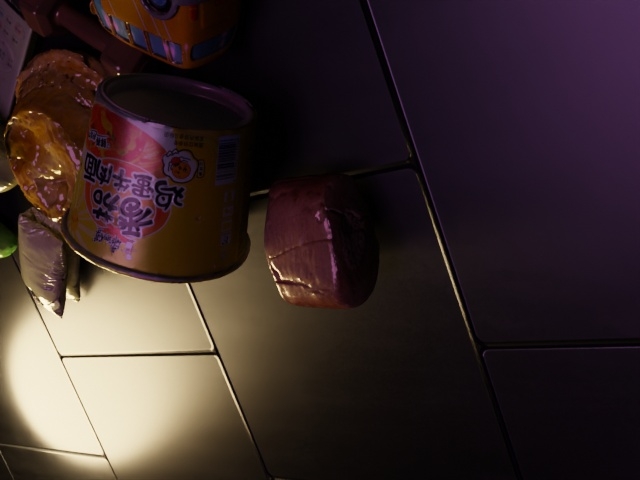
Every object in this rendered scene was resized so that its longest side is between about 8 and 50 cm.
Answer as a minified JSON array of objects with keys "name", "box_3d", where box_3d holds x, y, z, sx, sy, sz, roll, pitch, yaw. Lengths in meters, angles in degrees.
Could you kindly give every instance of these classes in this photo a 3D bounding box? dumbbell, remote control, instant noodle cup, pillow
[{"name":"dumbbell","box_3d":[-0.324,-0.296,1.134,0.231,0.082,0.092,34,95,20]},{"name":"remote control","box_3d":[-0.502,-0.323,1.299,0.090,0.038,0.309,47,133,9]},{"name":"instant noodle cup","box_3d":[-0.202,-0.093,1.047,0.264,0.264,0.200,27,120,25]},{"name":"pillow","box_3d":[-0.501,0.035,1.466,0.134,0.078,0.181,32,128,22]}]

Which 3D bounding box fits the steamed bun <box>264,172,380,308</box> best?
[{"name":"steamed bun","box_3d":[0.000,0.000,1.034,0.145,0.106,0.175,-4,97,46]}]

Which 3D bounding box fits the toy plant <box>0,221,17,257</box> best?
[{"name":"toy plant","box_3d":[-0.799,-0.088,1.557,0.317,0.210,0.356,-6,121,39]}]

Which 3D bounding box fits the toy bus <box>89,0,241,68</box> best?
[{"name":"toy bus","box_3d":[-0.201,-0.305,1.012,0.209,0.126,0.136,29,137,24]}]

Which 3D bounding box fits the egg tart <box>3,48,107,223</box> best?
[{"name":"egg tart","box_3d":[-0.386,-0.137,1.250,0.341,0.129,0.341,17,122,30]}]

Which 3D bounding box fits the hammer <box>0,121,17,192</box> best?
[{"name":"hammer","box_3d":[-0.556,-0.144,1.287,0.202,0.113,0.305,42,177,-29]}]
